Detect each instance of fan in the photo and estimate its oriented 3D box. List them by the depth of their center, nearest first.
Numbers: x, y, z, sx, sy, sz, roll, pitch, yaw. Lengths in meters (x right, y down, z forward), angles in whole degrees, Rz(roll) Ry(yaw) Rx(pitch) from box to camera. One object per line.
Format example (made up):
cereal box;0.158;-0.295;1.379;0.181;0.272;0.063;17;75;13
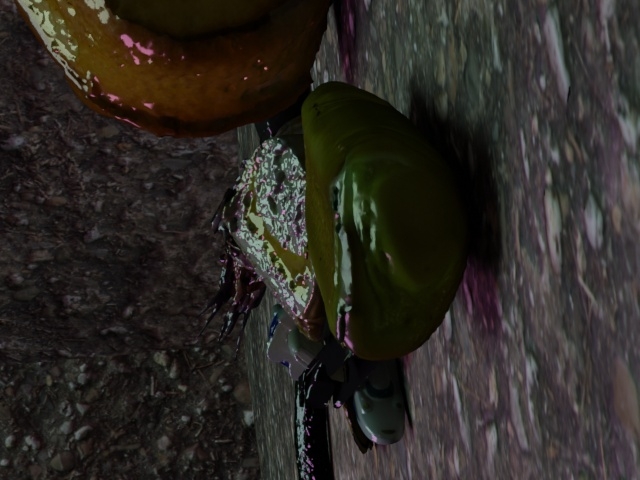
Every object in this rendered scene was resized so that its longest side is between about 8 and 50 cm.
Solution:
fan;0.015;0.098;1.809;0.229;0.011;0.335;-90;-17;-65

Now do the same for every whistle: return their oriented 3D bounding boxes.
whistle;-0.021;0.126;2.101;0.110;0.092;0.244;41;-171;-9

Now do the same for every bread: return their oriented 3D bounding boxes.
bread;0.047;-0.027;1.281;0.383;0.112;0.166;-111;19;-76
bread;0.005;-0.009;1.578;0.158;0.156;0.260;51;175;20
bread;-0.152;-0.315;1.818;0.215;0.398;0.398;117;148;-65

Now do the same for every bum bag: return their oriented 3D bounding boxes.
bum bag;-0.060;-0.227;2.350;0.142;0.080;0.326;103;166;-48

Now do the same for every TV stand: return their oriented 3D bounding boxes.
TV stand;0.040;0.098;1.550;0.249;0.042;0.036;126;149;-53

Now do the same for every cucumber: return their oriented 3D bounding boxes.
cucumber;-0.013;0.274;2.395;0.058;0.052;0.214;-1;93;64

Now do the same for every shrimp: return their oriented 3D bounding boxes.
shrimp;-0.073;-0.006;2.089;0.343;0.116;0.145;-66;24;10

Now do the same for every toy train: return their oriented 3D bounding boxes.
toy train;0.051;0.119;1.659;0.234;0.052;0.051;-104;15;-57
